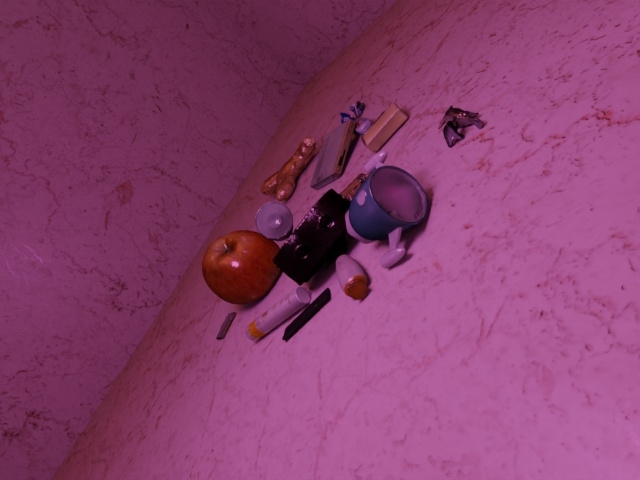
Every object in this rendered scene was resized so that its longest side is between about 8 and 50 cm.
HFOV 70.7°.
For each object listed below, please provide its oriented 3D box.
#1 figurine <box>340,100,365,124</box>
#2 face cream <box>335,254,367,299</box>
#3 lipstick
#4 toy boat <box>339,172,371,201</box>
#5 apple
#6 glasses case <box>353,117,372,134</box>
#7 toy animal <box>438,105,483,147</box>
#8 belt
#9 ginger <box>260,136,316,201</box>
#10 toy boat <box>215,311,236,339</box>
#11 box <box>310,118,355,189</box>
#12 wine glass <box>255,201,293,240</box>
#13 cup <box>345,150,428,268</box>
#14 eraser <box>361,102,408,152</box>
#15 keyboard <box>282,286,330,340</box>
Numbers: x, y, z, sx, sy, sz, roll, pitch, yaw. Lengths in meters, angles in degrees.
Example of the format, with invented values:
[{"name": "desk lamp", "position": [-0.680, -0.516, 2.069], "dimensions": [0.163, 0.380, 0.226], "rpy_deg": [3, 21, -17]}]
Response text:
[{"name": "figurine", "position": [0.144, -0.570, 2.050], "dimensions": [0.136, 0.077, 0.079], "rpy_deg": [-46, -23, -30]}, {"name": "face cream", "position": [0.076, 0.090, 1.151], "dimensions": [0.072, 0.051, 0.182], "rpy_deg": [-49, 20, 9]}, {"name": "lipstick", "position": [-0.134, 0.227, 1.376], "dimensions": [0.264, 0.059, 0.059], "rpy_deg": [-40, 24, 32]}, {"name": "toy boat", "position": [0.093, -0.130, 1.447], "dimensions": [0.226, 0.068, 0.088], "rpy_deg": [-41, 30, 29]}, {"name": "apple", "position": [-0.301, 0.091, 1.683], "dimensions": [0.309, 0.250, 0.277], "rpy_deg": [-41, 23, 24]}, {"name": "glasses case", "position": [0.164, -0.477, 1.879], "dimensions": [0.067, 0.045, 0.178], "rpy_deg": [-53, 21, 4]}, {"name": "toy animal", "position": [0.363, -0.322, 1.205], "dimensions": [0.105, 0.070, 0.202], "rpy_deg": [-31, 25, 19]}, {"name": "belt", "position": [0.000, 0.000, 1.326], "dimensions": [0.289, 0.164, 0.184], "rpy_deg": [-51, -5, 10]}, {"name": "ginger", "position": [-0.153, -0.357, 2.306], "dimensions": [0.348, 0.122, 0.363], "rpy_deg": [-53, 15, -5]}, {"name": "toy boat", "position": [-0.371, 0.335, 1.772], "dimensions": [0.063, 0.016, 0.115], "rpy_deg": [-24, 36, 52]}, {"name": "box", "position": [0.050, -0.351, 1.872], "dimensions": [0.211, 0.045, 0.270], "rpy_deg": [-22, 47, 55]}, {"name": "wine glass", "position": [-0.187, 0.012, 1.301], "dimensions": [0.264, 0.096, 0.309], "rpy_deg": [-44, 1, -4]}, {"name": "cup", "position": [0.146, -0.074, 1.118], "dimensions": [0.173, 0.168, 0.299], "rpy_deg": [-41, 48, 52]}, {"name": "eraser", "position": [0.226, -0.401, 1.607], "dimensions": [0.172, 0.058, 0.117], "rpy_deg": [-46, 21, 18]}, {"name": "keyboard", "position": [-0.040, 0.208, 1.266], "dimensions": [0.195, 0.018, 0.060], "rpy_deg": [-45, 15, 20]}]
